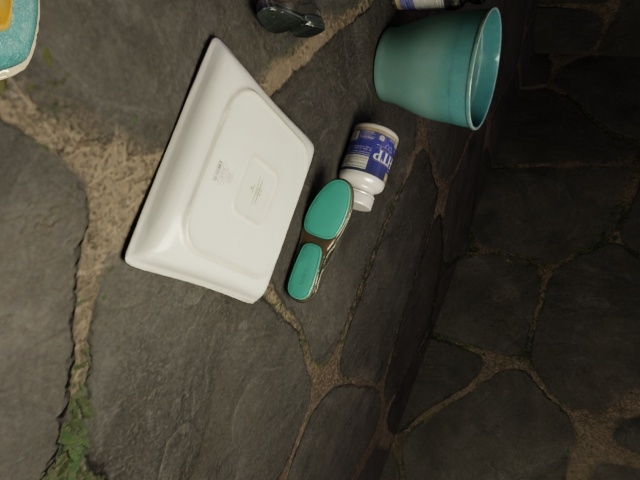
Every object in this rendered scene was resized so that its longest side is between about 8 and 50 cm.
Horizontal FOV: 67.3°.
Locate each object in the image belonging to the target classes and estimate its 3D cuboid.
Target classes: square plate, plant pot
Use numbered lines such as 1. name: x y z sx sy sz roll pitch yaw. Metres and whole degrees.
1. square plate: -0.125 -0.082 0.798 0.344 0.049 0.347 36 70 -62
2. plant pot: 0.279 -0.422 1.182 0.272 0.255 0.271 -36 132 -52

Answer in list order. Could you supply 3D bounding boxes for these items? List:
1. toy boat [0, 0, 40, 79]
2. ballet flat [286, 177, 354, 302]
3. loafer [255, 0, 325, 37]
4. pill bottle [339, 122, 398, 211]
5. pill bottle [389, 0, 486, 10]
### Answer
1. toy boat: -0.311 -0.161 0.287 0.318 0.148 0.267 -66 152 -19
2. ballet flat: 0.000 0.000 1.046 0.280 0.095 0.096 -66 163 3
3. loafer: -0.054 -0.379 0.792 0.170 0.062 0.061 -26 103 -61
4. pill bottle: 0.106 -0.169 1.131 0.112 0.112 0.186 32 74 -62
5. pill bottle: 0.280 -0.607 1.130 0.123 0.219 0.122 -37 134 -51
